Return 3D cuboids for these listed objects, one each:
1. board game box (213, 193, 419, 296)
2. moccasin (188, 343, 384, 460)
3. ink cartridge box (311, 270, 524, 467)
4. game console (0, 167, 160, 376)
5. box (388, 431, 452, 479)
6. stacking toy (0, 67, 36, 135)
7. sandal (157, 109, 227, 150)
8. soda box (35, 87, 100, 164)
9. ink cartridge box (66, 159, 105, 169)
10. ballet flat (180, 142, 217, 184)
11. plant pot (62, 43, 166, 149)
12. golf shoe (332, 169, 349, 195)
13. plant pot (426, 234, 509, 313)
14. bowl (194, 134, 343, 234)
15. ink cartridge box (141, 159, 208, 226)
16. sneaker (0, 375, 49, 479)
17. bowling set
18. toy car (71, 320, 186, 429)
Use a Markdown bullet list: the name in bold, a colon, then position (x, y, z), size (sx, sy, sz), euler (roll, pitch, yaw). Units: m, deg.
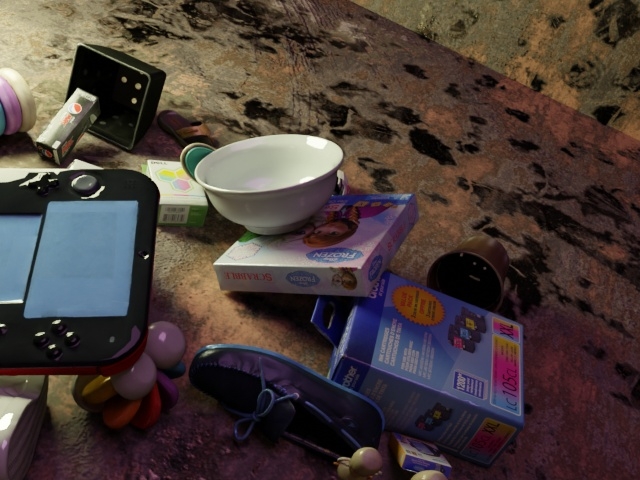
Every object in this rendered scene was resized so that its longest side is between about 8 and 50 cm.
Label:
- **board game box**: position (0.000, 0.000, 1.477), size (0.318, 0.066, 0.318), euler (0, 28, 26)
- **moccasin**: position (-0.055, 0.269, 1.193), size (0.341, 0.138, 0.117), euler (18, 42, -3)
- **ink cartridge box**: position (0.165, 0.216, 1.359), size (0.395, 0.151, 0.270), euler (20, 37, 0)
- **game console**: position (-0.426, 0.032, 1.117), size (0.341, 0.060, 0.387), euler (3, 49, -10)
- **box**: position (0.165, 0.359, 1.216), size (0.081, 0.028, 0.136), euler (17, -1, -6)
- **stacking toy**: position (-0.761, -0.248, 1.495), size (0.141, 0.141, 0.330), euler (39, 45, 22)
- **sandal**: position (-0.310, -0.269, 1.789), size (0.219, 0.060, 0.090), euler (39, 41, 22)
- **soda box**: position (-0.551, -0.250, 1.605), size (0.053, 0.060, 0.169), euler (25, 60, 4)
- **ink cartridge box**: position (-0.424, -0.032, 1.346), size (0.128, 0.176, 0.127), euler (19, 37, -4)
- **ballet flat**: position (-0.232, -0.154, 1.605), size (0.248, 0.086, 0.086), euler (30, 19, -52)
- **plant pot**: position (-0.468, -0.353, 1.728), size (0.187, 0.188, 0.167), euler (25, 26, 4)
- **golf shoe**: position (0.041, -0.126, 1.766), size (0.067, 0.086, 0.186), euler (18, 36, -3)
- **plant pot**: position (0.340, 0.073, 1.617), size (0.167, 0.167, 0.165), euler (32, 31, 13)
- **bowl**: position (-0.095, -0.101, 1.481), size (0.297, 0.134, 0.298), euler (-5, 27, 3)
- **ink cartridge box**: position (-0.322, -0.121, 1.600), size (0.108, 0.062, 0.209), euler (2, 41, -24)
- **sneaker**: position (-0.471, 0.245, 0.987), size (0.169, 0.108, 0.292), euler (6, 6, -14)
- **bowling set**: position (0.138, 0.443, 1.097), size (0.286, 0.154, 0.200), euler (21, 59, -4)
- **toy car**: position (-0.283, 0.221, 1.154), size (0.136, 0.159, 0.182), euler (57, 38, -12)
